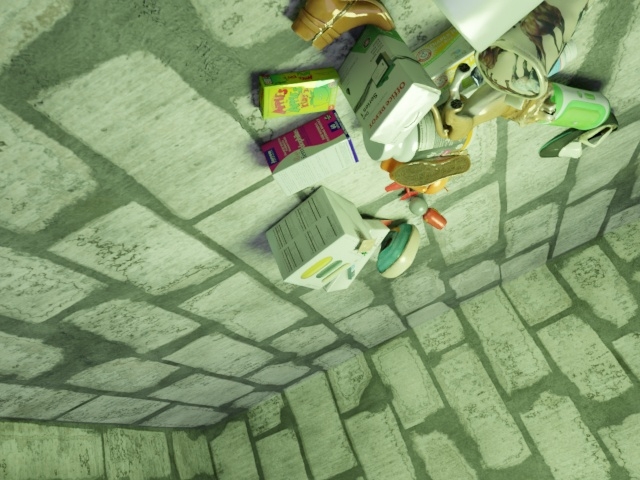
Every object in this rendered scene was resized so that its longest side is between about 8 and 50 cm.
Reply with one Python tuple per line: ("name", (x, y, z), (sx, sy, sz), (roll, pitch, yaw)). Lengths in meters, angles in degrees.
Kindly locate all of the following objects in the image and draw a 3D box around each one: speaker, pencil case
("speaker", (0.784, -0.422, 1.444), (0.296, 0.131, 0.131), (-4, 145, -31))
("pencil case", (0.474, -0.481, 0.926), (0.410, 0.160, 0.183), (-56, 159, -7))

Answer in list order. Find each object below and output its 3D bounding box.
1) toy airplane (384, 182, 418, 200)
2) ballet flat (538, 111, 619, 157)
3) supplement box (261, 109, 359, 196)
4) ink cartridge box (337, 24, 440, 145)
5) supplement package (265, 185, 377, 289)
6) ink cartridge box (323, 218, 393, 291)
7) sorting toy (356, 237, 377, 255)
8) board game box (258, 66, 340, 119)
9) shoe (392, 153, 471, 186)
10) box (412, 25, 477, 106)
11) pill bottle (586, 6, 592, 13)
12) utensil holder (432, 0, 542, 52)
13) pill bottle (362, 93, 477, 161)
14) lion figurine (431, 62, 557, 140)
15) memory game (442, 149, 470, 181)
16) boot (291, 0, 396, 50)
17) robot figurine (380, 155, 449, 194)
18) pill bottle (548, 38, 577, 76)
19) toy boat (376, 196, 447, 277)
("toy airplane", (0.297, -0.184, 1.577), (0.151, 0.028, 0.151), (-15, 152, -8))
("ballet flat", (0.954, -0.369, 1.676), (0.280, 0.096, 0.095), (-32, 150, 16))
("supplement box", (-0.027, -0.227, 1.201), (0.220, 0.111, 0.114), (-27, 150, 5))
("ink cartridge box", (0.142, -0.346, 1.018), (0.092, 0.219, 0.160), (2, 141, -37))
("supplement package", (0.000, 0.000, 1.497), (0.262, 0.198, 0.199), (-37, 148, 22))
("ink cartridge box", (0.153, 0.053, 1.704), (0.261, 0.066, 0.296), (-4, 133, -54))
("sorting toy", (0.139, 0.023, 1.424), (0.062, 0.012, 0.083), (-13, 143, -33))
("board game box", (-0.051, -0.343, 1.066), (0.181, 0.043, 0.092), (-13, 149, -17))
("shoe", (0.309, -0.197, 1.286), (0.219, 0.077, 0.058), (-9, -165, 0))
("box", (0.332, -0.441, 1.115), (0.203, 0.103, 0.114), (-31, 151, 13))
("pill bottle", (0.570, -0.563, 1.083), (0.193, 0.108, 0.108), (-31, 150, 12))
("utensil holder", (0.317, -0.550, 0.716), (0.327, 0.328, 0.385), (13, 136, -46))
("pill bottle", (0.265, -0.302, 1.236), (0.278, 0.162, 0.162), (-13, 149, -17))
("lion figurine", (0.407, -0.333, 1.120), (0.392, 0.142, 0.240), (-18, 156, -4))
("memory game", (0.437, -0.251, 1.587), (0.186, 0.012, 0.186), (-17, 149, -10))
("boot", (0.048, -0.450, 0.940), (0.197, 0.073, 0.152), (22, 127, -36))
("robot figurine", (0.294, -0.219, 1.375), (0.158, 0.219, 0.128), (-71, -176, -78))
("pill bottle", (0.608, -0.488, 1.252), (0.160, 0.087, 0.087), (-28, 150, 7))
("toy boat", (0.316, -0.022, 1.700), (0.148, 0.267, 0.318), (36, 127, -5))
